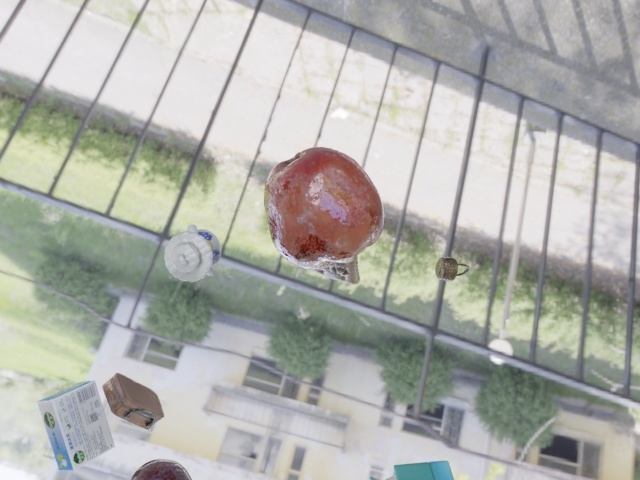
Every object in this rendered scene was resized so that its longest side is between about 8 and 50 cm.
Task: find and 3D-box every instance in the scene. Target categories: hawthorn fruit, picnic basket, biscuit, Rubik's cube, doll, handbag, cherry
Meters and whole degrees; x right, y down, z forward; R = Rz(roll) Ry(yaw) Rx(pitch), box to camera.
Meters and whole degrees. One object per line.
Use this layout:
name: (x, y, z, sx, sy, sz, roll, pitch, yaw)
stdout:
hawthorn fruit: (0.009, -0.068, 1.422, 0.284, 0.284, 0.284, 13, 155, 6)
picnic basket: (0.354, 0.077, 1.739, 0.083, 0.072, 0.072, 6, 158, -17)
biscuit: (0.000, 0.000, 1.732, 0.217, 0.044, 0.325, 18, 147, 18)
Rubik's cube: (0.215, 0.626, 1.430, 0.265, 0.213, 0.224, -3, 135, -11)
doll: (-0.303, 0.028, 1.606, 0.119, 0.138, 0.293, -19, -176, 5)
handbag: (-0.576, 0.501, 2.017, 0.193, 0.072, 0.151, 49, -179, -42)
cherry: (-0.383, 0.603, 1.571, 0.176, 0.140, 0.176, 56, 177, 4)

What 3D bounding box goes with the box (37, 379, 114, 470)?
box: (-0.641, 0.486, 1.718, 0.073, 0.194, 0.139, -14, -177, 34)
